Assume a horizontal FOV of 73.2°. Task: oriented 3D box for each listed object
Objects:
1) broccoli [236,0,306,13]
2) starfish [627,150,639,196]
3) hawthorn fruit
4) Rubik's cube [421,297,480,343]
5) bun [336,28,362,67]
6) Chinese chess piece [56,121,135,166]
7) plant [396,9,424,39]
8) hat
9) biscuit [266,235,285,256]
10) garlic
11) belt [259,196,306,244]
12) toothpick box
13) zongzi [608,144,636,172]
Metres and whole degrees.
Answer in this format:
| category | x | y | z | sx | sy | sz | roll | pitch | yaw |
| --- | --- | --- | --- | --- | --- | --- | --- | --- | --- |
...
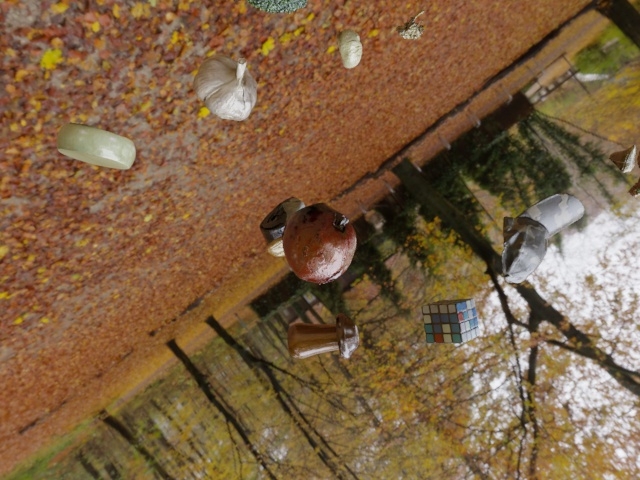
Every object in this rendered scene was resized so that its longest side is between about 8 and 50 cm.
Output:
| category | x | y | z | sx | sy | sz | roll | pitch | yaw |
| --- | --- | --- | --- | --- | --- | --- | --- | --- | --- |
| broccoli | -0.174 | -0.968 | 1.534 | 0.338 | 0.317 | 0.277 | -47 | -155 | -26 |
| starfish | 0.735 | -0.143 | 0.942 | 0.150 | 0.053 | 0.209 | 100 | -2 | -60 |
| hawthorn fruit | -0.011 | 0.006 | 1.647 | 0.316 | 0.316 | 0.316 | -37 | 176 | -3 |
| Rubik's cube | 0.504 | 0.310 | 1.667 | 0.154 | 0.151 | 0.155 | -11 | 174 | 44 |
| bun | 0.090 | -0.585 | 1.305 | 0.069 | 0.115 | 0.115 | -13 | 179 | 7 |
| Chinese chess piece | -0.788 | -0.330 | 1.523 | 0.250 | 0.250 | 0.101 | 58 | 42 | -86 |
| plant | 0.387 | -0.916 | 1.821 | 0.104 | 0.116 | 0.122 | -23 | 138 | -56 |
| hat | 0.920 | 0.004 | 1.785 | 0.381 | 0.257 | 0.366 | -20 | 144 | 21 |
| biscuit | -0.118 | 0.016 | 1.857 | 0.260 | 0.041 | 0.203 | -8 | 153 | -38 |
| garlic | -0.278 | -0.505 | 1.374 | 0.218 | 0.218 | 0.212 | -34 | -171 | -38 |
| belt | -0.175 | -0.102 | 2.112 | 0.184 | 0.164 | 0.289 | -2 | -142 | 35 |
| toothpick box | 0.017 | 0.417 | 1.841 | 0.294 | 0.192 | 0.192 | -9 | -178 | 12 |
| zongzi | 0.805 | -0.234 | 1.147 | 0.040 | 0.083 | 0.076 | -13 | -142 | 9 |
